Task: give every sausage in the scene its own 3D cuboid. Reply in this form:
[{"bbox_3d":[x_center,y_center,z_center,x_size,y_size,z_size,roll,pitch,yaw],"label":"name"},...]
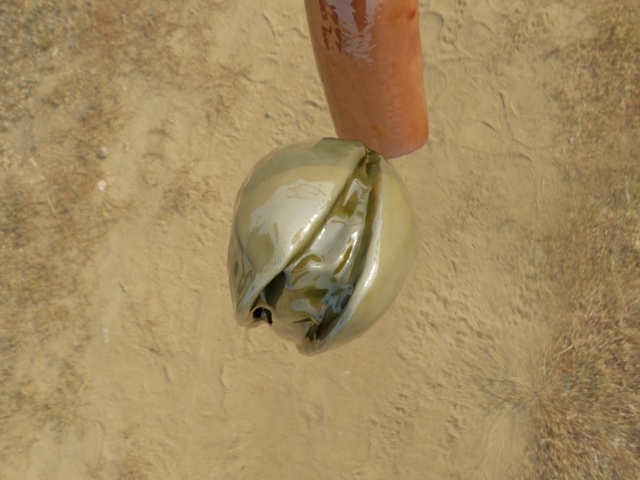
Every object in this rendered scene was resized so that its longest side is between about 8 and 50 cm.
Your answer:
[{"bbox_3d":[0.045,-0.203,0.620,0.113,0.259,0.114,-8,45,8],"label":"sausage"}]

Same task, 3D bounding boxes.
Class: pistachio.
[{"bbox_3d":[0.000,0.000,0.408,0.135,0.226,0.136,1,104,3],"label":"pistachio"}]
